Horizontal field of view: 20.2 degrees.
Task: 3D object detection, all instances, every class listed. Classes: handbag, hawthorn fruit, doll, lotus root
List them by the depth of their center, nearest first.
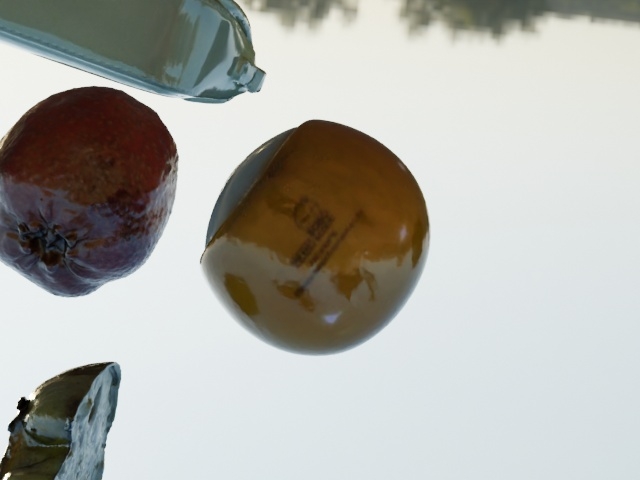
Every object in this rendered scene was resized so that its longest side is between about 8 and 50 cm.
[{"bbox_3d":[-0.155,-0.149,1.144,0.256,0.079,0.219,20,-178,11],"label":"handbag"},{"bbox_3d":[-0.243,0.195,1.592,0.078,0.204,0.183,18,-137,6],"label":"lotus root"},{"bbox_3d":[0.000,0.000,1.661,0.213,0.213,0.236,7,-179,4],"label":"doll"},{"bbox_3d":[-0.237,-0.065,1.857,0.205,0.205,0.253,9,-144,13],"label":"hawthorn fruit"}]
